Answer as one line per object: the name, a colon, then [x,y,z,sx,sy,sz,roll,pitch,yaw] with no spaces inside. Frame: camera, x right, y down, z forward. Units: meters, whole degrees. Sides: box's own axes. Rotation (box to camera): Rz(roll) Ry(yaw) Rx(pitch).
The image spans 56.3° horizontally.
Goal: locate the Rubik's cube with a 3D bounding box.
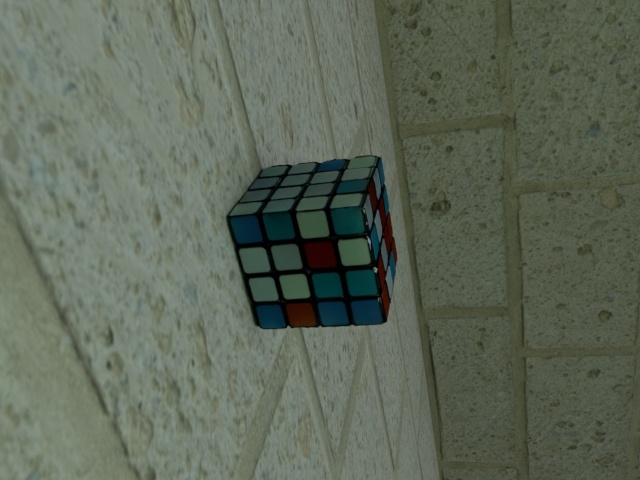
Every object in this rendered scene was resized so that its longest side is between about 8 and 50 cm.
Rubik's cube: [0.000,0.000,0.708,0.155,0.154,0.151,-69,150,-59]
